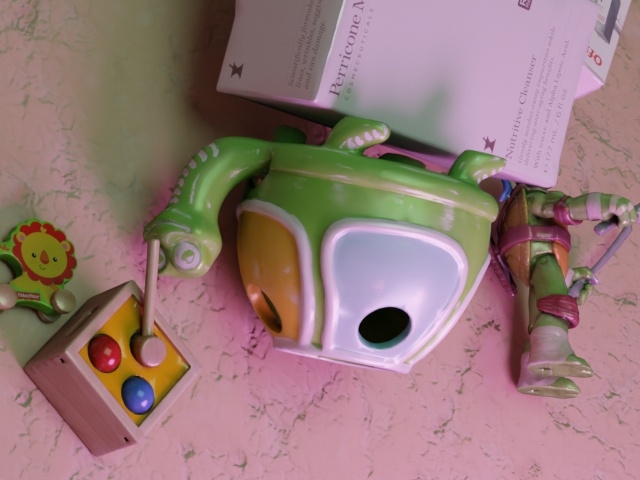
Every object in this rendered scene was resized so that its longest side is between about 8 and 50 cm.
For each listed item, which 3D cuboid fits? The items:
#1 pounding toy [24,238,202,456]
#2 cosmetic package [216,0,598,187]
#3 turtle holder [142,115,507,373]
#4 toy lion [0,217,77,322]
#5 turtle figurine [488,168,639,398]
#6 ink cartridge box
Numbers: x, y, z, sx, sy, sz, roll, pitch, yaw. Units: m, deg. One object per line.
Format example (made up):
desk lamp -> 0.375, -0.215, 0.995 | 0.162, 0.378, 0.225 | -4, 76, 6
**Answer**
pounding toy -> -0.179, 0.097, 1.822 | 0.130, 0.100, 0.141 | 53, 48, -14
cosmetic package -> 0.096, -0.201, 2.032 | 0.385, 0.156, 0.217 | 13, 90, -47
turtle holder -> 0.018, 0.003, 1.937 | 0.320, 0.243, 0.227 | 16, 84, -47
toy lion -> -0.268, 0.025, 1.822 | 0.100, 0.034, 0.096 | 6, 64, -39
turtle figurine -> 0.303, 0.035, 2.201 | 0.275, 0.198, 0.266 | 19, 67, -31
ink cartridge box -> 0.284, -0.293, 2.375 | 0.158, 0.092, 0.218 | 39, 55, -24
